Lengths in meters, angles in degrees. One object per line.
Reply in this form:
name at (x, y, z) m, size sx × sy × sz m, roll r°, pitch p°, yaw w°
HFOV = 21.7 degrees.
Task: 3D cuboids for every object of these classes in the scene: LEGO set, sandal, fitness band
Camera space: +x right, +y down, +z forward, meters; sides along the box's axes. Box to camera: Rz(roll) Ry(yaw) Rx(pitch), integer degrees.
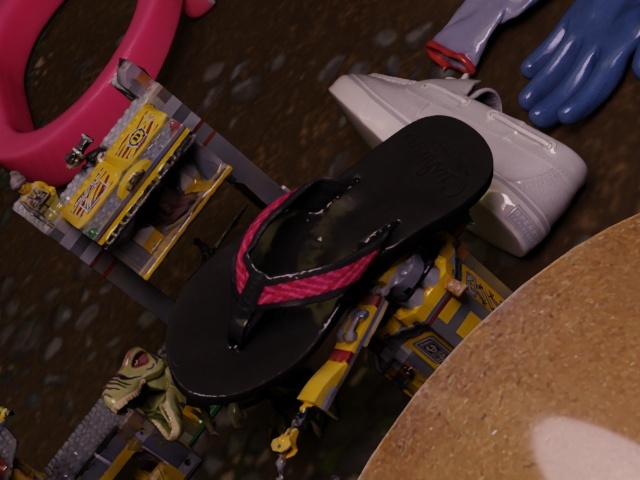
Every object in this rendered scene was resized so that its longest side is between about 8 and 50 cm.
LEGO set at (-0.086, 0.064, 0.814) m, size 0.331 × 0.192 × 0.255 m, roll -48°, pitch 34°, yaw 2°
sandal at (0.000, 0.000, 0.733) m, size 0.179 × 0.040 × 0.067 m, roll -40°, pitch 65°, yaw -11°
fitness band at (-0.182, -0.157, 1.263) m, size 0.209 × 0.054 × 0.291 m, roll -43°, pitch 33°, yaw 11°

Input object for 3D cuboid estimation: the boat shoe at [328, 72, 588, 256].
boat shoe at (0.070, -0.056, 0.871) m, size 0.063 × 0.066 × 0.184 m, roll -42°, pitch 32°, yaw -7°

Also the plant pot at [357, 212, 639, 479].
plant pot at (0.162, 0.148, 0.457) m, size 0.237 × 0.237 × 0.254 m, roll -51°, pitch 49°, yaw -1°

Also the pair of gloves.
pair of gloves at (0.143, -0.137, 0.902) m, size 0.159 × 0.023 × 0.198 m, roll -51°, pitch 33°, yaw 2°
